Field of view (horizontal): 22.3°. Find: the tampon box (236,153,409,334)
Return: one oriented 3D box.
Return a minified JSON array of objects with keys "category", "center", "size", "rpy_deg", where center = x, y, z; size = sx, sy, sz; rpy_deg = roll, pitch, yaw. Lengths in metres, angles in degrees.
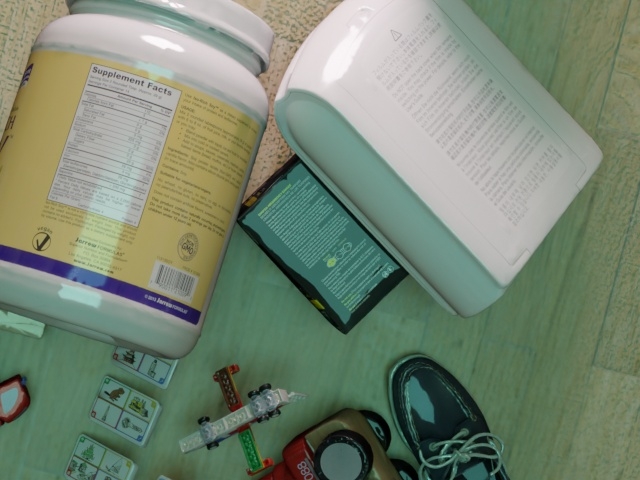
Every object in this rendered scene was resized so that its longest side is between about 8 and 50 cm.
[{"category":"tampon box","center":[0.000,0.000,1.656],"size":[0.101,0.120,0.161],"rpy_deg":[-44,96,-3]}]

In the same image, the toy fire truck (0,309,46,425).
[{"category":"toy fire truck","center":[-0.330,0.086,1.665],"size":[0.135,0.047,0.192],"rpy_deg":[-27,96,-5]}]

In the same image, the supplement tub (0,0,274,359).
[{"category":"supplement tub","center":[-0.188,-0.073,1.563],"size":[0.241,0.241,0.331],"rpy_deg":[18,82,-6]}]

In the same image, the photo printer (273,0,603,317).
[{"category":"photo printer","center":[0.111,-0.110,1.618],"size":[0.307,0.107,0.256],"rpy_deg":[46,52,-6]}]

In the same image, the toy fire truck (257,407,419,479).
[{"category":"toy fire truck","center":[-0.013,0.323,1.674],"size":[0.246,0.158,0.217],"rpy_deg":[-31,90,17]}]

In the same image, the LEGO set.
[{"category":"LEGO set","center":[-0.127,0.207,1.654],"size":[0.244,0.060,0.183],"rpy_deg":[22,90,29]}]

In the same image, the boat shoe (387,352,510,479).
[{"category":"boat shoe","center":[0.148,0.237,1.703],"size":[0.095,0.079,0.255],"rpy_deg":[-23,95,-4]}]
